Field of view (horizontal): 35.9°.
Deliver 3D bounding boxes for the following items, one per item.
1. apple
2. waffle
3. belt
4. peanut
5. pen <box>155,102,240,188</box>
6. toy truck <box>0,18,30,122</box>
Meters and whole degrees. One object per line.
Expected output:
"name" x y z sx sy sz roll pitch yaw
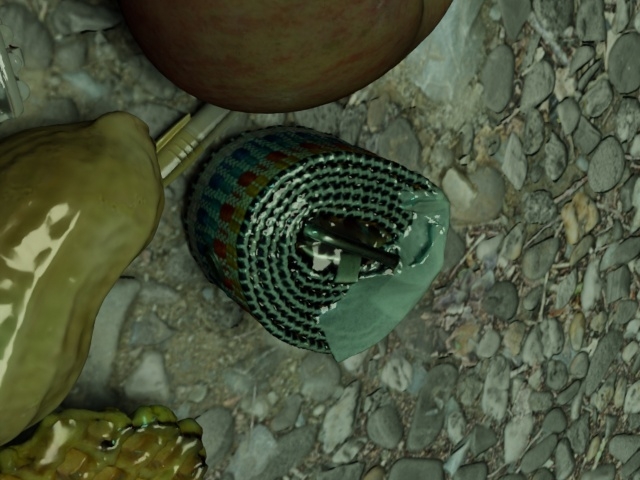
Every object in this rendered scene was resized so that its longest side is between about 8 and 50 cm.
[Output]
"apple" -0.004 -0.266 0.804 0.345 0.269 0.344 -21 119 -43
"waffle" -0.233 0.269 0.902 0.301 0.058 0.281 8 112 -49
"belt" 0.000 0.000 0.981 0.258 0.150 0.207 20 100 -39
"peanut" -0.247 0.033 0.794 0.174 0.158 0.339 30 81 -22
"pen" -0.095 -0.131 0.944 0.040 0.032 0.233 46 72 -16
"toy truck" -0.298 -0.104 0.676 0.177 0.213 0.161 -28 121 -33
